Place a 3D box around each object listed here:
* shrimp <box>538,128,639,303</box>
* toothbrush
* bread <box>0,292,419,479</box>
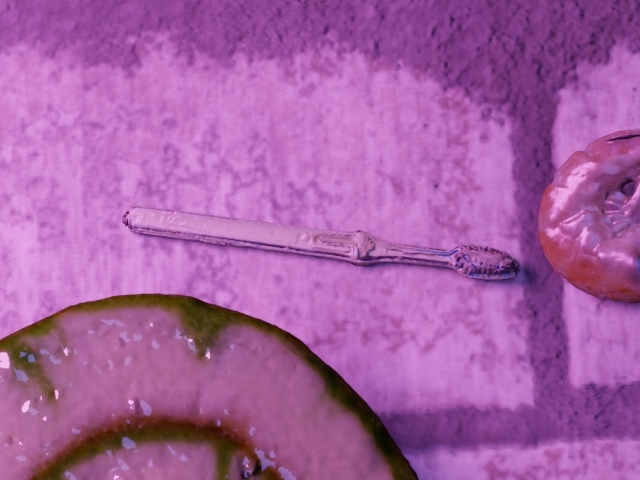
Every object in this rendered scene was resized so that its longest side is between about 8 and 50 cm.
[{"bbox_3d":[0.265,-0.016,1.131,0.223,0.047,0.126,1,94,17],"label":"shrimp"},{"bbox_3d":[0.000,0.001,1.164,0.294,0.028,0.026,6,77,6],"label":"toothbrush"},{"bbox_3d":[-0.113,0.219,1.022,0.381,0.129,0.366,19,65,-8],"label":"bread"}]
